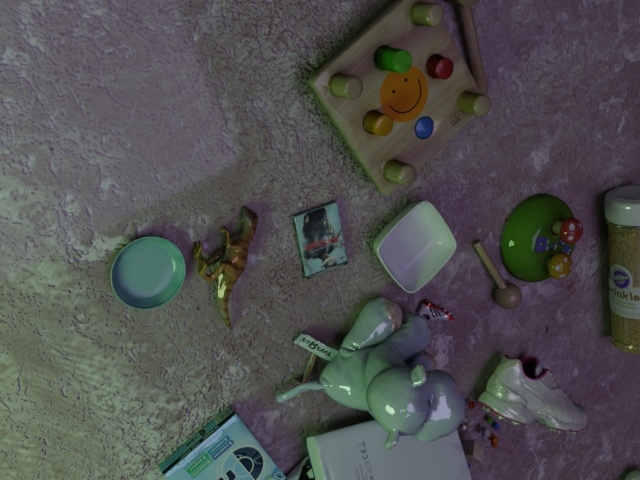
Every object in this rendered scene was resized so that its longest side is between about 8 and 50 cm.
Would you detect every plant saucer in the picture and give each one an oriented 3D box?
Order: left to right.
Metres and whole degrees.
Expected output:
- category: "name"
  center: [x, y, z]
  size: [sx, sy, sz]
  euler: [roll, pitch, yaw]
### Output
- category: "plant saucer"
  center: [-0.270, 0.049, 1.296]
  size: [0.119, 0.021, 0.119]
  euler: [-9, 108, -27]

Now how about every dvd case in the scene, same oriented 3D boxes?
- category: "dvd case"
  center: [0.000, 0.000, 1.438]
  size: [0.087, 0.013, 0.120]
  euler: [-20, 115, -23]

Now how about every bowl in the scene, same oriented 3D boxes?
- category: "bowl"
  center: [0.164, 0.008, 1.510]
  size: [0.142, 0.053, 0.142]
  euler: [-45, 121, -11]

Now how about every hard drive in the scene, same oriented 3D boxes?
- category: "hard drive"
  center: [0.139, 0.437, 1.560]
  size: [0.318, 0.040, 0.210]
  euler: [-7, 74, -32]

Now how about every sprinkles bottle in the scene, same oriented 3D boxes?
- category: "sprinkles bottle"
  center: [0.675, 0.063, 1.773]
  size: [0.121, 0.121, 0.356]
  euler: [-20, 114, -23]

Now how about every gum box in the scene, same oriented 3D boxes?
- category: "gum box"
  center: [-0.165, 0.407, 1.448]
  size: [0.157, 0.041, 0.184]
  euler: [-40, 115, -13]

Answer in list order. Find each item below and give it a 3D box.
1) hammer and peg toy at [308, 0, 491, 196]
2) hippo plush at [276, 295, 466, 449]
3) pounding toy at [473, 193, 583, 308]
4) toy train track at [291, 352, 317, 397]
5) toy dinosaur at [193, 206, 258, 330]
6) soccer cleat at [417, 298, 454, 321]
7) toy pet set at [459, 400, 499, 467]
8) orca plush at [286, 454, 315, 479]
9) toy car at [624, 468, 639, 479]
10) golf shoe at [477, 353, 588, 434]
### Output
- category: "hammer and peg toy"
  center: [0.177, -0.274, 1.385]
  size: [0.361, 0.127, 0.266]
  euler: [-42, 121, -12]
- category: "hippo plush"
  center: [0.129, 0.226, 1.432]
  size: [0.294, 0.236, 0.234]
  euler: [19, 87, -27]
- category: "pounding toy"
  center: [0.440, 0.023, 1.635]
  size: [0.236, 0.110, 0.183]
  euler: [-34, 119, -17]
- category: "toy train track"
  center: [-0.027, 0.241, 1.499]
  size: [0.048, 0.014, 0.083]
  euler: [20, 89, -25]
- category: "toy dinosaur"
  center: [-0.151, 0.050, 1.340]
  size: [0.112, 0.064, 0.212]
  euler: [14, 98, -33]
- category: "soccer cleat"
  center: [0.222, 0.142, 1.600]
  size: [0.083, 0.029, 0.036]
  euler: [27, 100, -29]
- category: "toy pet set"
  center: [0.309, 0.410, 1.725]
  size: [0.122, 0.065, 0.114]
  euler: [43, 47, -35]
- category: "orca plush"
  center: [-0.053, 0.524, 1.517]
  size: [0.287, 0.102, 0.151]
  euler: [-44, 121, -11]
- category: "toy car"
  center: [0.790, 0.659, 2.026]
  size: [0.182, 0.159, 0.136]
  euler: [28, 127, -33]
- category: "golf shoe"
  center: [0.469, 0.324, 1.747]
  size: [0.306, 0.115, 0.140]
  euler: [18, 90, -35]
